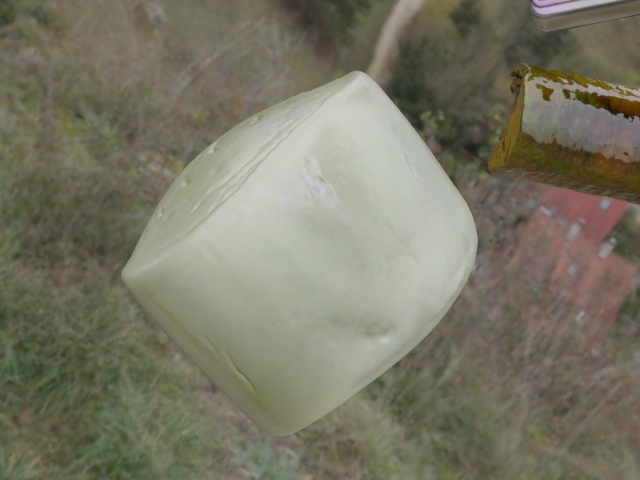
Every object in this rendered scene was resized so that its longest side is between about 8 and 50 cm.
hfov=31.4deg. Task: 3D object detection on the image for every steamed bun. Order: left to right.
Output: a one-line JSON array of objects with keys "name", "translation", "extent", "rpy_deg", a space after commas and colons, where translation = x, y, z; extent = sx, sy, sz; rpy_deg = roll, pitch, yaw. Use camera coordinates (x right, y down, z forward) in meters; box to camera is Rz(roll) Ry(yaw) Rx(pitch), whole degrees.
[{"name": "steamed bun", "translation": [0.000, 0.000, 1.510], "extent": [0.371, 0.290, 0.456], "rpy_deg": [52, 60, -17]}]

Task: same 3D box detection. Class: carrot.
[{"name": "carrot", "translation": [0.288, -0.083, 1.026], "extent": [0.302, 0.114, 0.114], "rpy_deg": [10, 35, -20]}]

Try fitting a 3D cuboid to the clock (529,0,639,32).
[{"name": "clock", "translation": [0.272, -0.321, 1.155], "extent": [0.071, 0.147, 0.192], "rpy_deg": [9, 74, -74]}]
